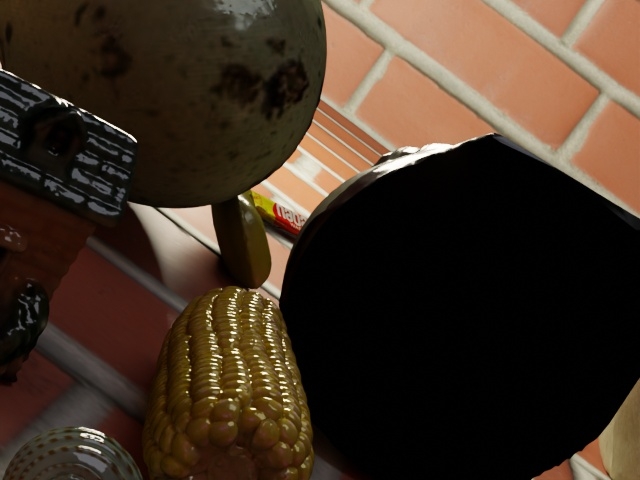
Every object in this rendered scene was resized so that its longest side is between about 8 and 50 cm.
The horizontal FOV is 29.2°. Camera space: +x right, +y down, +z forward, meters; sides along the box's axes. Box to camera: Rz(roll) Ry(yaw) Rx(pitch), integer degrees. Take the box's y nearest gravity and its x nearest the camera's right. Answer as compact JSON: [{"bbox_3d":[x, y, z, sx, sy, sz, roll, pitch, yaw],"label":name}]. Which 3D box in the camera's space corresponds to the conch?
[{"bbox_3d":[-0.108,0.119,0.571,0.076,0.056,0.085,49,11,-3],"label":"conch"}]

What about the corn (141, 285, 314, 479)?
[{"bbox_3d":[-0.055,0.094,0.725,0.093,0.093,0.244,35,7,-11],"label":"corn"}]

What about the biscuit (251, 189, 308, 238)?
[{"bbox_3d":[0.000,0.000,1.451,0.292,0.026,0.048,27,34,-40],"label":"biscuit"}]

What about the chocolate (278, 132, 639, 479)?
[{"bbox_3d":[0.091,0.041,0.952,0.283,0.284,0.186,33,10,-18],"label":"chocolate"}]

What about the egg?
[{"bbox_3d":[-0.136,-0.176,1.084,0.287,0.288,0.379,27,19,-40],"label":"egg"}]

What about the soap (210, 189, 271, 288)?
[{"bbox_3d":[-0.076,-0.011,1.141,0.045,0.089,0.140,-11,22,-6],"label":"soap"}]

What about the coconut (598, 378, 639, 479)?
[{"bbox_3d":[0.460,0.199,1.409,0.328,0.329,0.329,35,11,-8],"label":"coconut"}]

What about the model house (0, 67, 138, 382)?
[{"bbox_3d":[-0.200,-0.048,0.660,0.183,0.172,0.166,31,12,-31],"label":"model house"}]
